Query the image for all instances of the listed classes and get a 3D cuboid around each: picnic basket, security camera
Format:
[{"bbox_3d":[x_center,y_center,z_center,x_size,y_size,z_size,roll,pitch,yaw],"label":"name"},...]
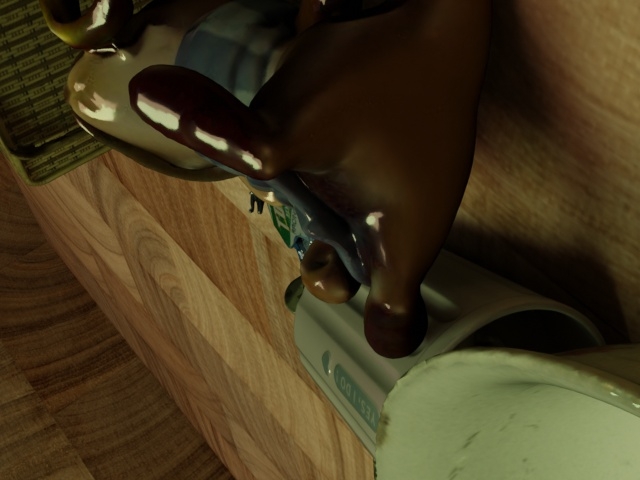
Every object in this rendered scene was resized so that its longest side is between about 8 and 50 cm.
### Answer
[{"bbox_3d":[-0.259,-0.221,0.853,0.175,0.228,0.312,50,158,24],"label":"picnic basket"},{"bbox_3d":[-0.003,0.085,1.014,0.058,0.058,0.092,42,168,33],"label":"security camera"}]

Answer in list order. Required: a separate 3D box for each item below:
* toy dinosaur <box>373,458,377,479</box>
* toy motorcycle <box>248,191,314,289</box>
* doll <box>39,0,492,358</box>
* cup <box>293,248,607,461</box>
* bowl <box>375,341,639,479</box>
[{"bbox_3d":[0.081,0.176,0.858,0.179,0.087,0.187,59,-174,34],"label":"toy dinosaur"},{"bbox_3d":[0.000,0.000,0.797,0.136,0.092,0.254,29,143,51],"label":"toy motorcycle"},{"bbox_3d":[-0.046,-0.098,0.556,0.340,0.209,0.317,27,130,57],"label":"doll"},{"bbox_3d":[0.070,0.111,0.634,0.167,0.221,0.202,28,-175,-30],"label":"cup"},{"bbox_3d":[0.234,0.200,0.405,0.435,0.196,0.434,45,151,34],"label":"bowl"}]
